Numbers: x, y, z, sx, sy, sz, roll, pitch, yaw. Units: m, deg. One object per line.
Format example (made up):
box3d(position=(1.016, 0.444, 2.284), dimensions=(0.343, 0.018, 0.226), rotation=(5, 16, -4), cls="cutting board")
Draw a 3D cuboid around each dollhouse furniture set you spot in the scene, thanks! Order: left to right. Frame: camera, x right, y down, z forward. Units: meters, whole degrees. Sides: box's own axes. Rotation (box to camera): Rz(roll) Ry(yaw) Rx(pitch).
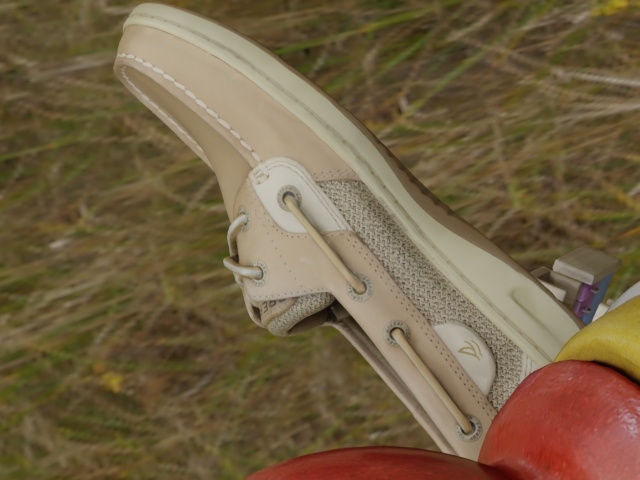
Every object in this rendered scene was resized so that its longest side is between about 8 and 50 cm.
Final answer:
box3d(position=(0.358, 0.164, 1.887), dimensions=(0.303, 0.286, 0.198), rotation=(24, 105, 18), cls="dollhouse furniture set")

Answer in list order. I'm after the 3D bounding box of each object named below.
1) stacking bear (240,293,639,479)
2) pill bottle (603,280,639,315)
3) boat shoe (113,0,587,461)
box3d(position=(0.097, 0.076, 0.384), dimensions=(0.164, 0.289, 0.175), rotation=(138, 117, -71), cls="stacking bear")
box3d(position=(0.187, 0.152, 0.783), dimensions=(0.229, 0.407, 0.229), rotation=(21, 140, 19), cls="pill bottle")
box3d(position=(0.000, 0.000, 0.966), dimensions=(0.341, 0.121, 0.110), rotation=(40, 82, 14), cls="boat shoe")
